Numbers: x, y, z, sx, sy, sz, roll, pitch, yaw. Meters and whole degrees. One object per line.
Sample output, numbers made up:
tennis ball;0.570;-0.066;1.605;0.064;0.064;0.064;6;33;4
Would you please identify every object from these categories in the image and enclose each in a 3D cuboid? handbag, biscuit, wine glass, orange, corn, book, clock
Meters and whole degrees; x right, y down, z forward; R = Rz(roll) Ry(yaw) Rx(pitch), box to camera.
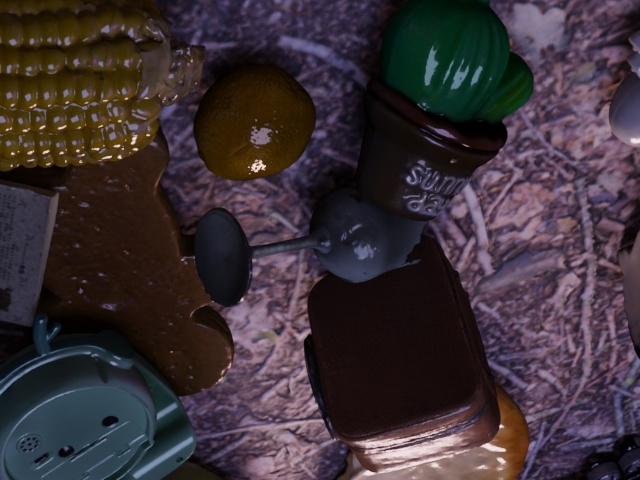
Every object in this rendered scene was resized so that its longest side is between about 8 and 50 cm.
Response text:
handbag;0.064;0.097;1.000;0.151;0.193;0.072;-21;138;12
biscuit;0.117;0.246;1.254;0.205;0.040;0.308;7;128;-24
wine glass;0.000;0.000;0.932;0.196;0.079;0.079;-11;137;-37
orange;-0.051;-0.086;0.869;0.095;0.085;0.085;-35;133;24
corn;-0.247;-0.105;0.758;0.347;0.130;0.130;-4;132;-12
biscuit;-0.161;0.027;0.957;0.197;0.049;0.301;-18;134;10
book;-0.302;-0.006;0.864;0.199;0.016;0.138;13;129;-10
clock;-0.210;0.146;0.958;0.159;0.066;0.211;-34;135;-3

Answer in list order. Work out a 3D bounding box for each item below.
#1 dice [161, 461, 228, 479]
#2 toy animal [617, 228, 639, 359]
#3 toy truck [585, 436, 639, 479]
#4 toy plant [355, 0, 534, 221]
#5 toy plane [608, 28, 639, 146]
dice;-0.159;0.388;1.142;0.250;0.252;0.254;-34;132;13
toy animal;0.448;0.036;1.050;0.310;0.250;0.250;-7;133;-5
toy truck;0.342;0.322;1.355;0.253;0.114;0.124;-31;144;10
toy plant;0.100;-0.113;0.886;0.143;0.105;0.200;10;115;-36
toy plane;0.318;-0.132;0.956;0.174;0.080;0.174;-9;134;-9
